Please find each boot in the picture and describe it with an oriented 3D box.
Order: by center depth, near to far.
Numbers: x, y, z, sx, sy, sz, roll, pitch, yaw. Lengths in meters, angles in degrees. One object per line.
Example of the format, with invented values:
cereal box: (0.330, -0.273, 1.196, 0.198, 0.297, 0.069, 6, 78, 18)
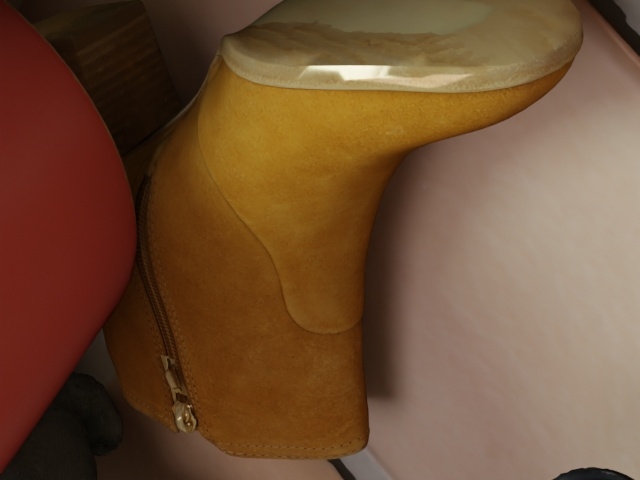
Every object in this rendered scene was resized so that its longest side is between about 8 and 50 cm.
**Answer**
boot: (-0.001, 0.000, 0.636, 0.295, 0.104, 0.211, 4, 121, 41)

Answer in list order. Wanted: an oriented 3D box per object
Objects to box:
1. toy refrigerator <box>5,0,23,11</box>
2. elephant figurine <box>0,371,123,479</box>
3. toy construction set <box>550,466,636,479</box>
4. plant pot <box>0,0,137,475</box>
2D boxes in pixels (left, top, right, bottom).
toy refrigerator: (-0.268, -0.188, 0.728, 0.269, 0.094, 0.102, 47, 132, 7)
elephant figurine: (-0.126, 0.201, 0.785, 0.169, 0.186, 0.239, -35, 86, 37)
toy construction set: (0.134, 0.261, 0.613, 0.309, 0.257, 0.237, 60, 179, 16)
plant pot: (-0.220, 0.022, 0.582, 0.275, 0.243, 0.275, 23, 135, 25)
